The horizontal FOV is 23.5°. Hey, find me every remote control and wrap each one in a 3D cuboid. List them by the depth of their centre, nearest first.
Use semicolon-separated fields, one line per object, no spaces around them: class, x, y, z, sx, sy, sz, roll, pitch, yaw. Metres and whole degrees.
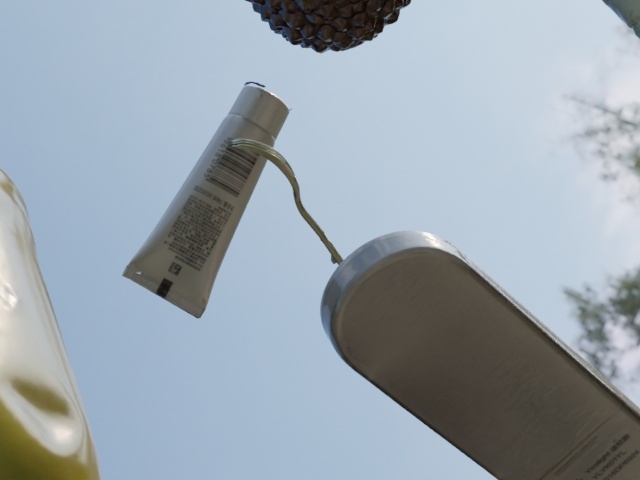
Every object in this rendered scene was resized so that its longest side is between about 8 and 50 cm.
remote control;0.092;0.076;0.770;0.077;0.022;0.245;-43;-54;11

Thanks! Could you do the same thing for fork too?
fork;0.005;-0.004;1.260;0.028;0.034;0.219;-40;-73;-2

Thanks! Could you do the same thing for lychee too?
lychee;-0.002;-0.325;1.550;0.236;0.236;0.271;-30;-70;-33

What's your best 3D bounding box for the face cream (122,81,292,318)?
face cream;-0.106;-0.047;1.586;0.092;0.058;0.243;30;-103;-10

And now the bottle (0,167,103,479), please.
bottle;-0.191;0.115;0.739;0.171;0.351;0.171;-14;-43;-14

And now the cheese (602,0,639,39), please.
cheese;0.314;-0.189;1.357;0.065;0.194;0.043;-50;-37;17
